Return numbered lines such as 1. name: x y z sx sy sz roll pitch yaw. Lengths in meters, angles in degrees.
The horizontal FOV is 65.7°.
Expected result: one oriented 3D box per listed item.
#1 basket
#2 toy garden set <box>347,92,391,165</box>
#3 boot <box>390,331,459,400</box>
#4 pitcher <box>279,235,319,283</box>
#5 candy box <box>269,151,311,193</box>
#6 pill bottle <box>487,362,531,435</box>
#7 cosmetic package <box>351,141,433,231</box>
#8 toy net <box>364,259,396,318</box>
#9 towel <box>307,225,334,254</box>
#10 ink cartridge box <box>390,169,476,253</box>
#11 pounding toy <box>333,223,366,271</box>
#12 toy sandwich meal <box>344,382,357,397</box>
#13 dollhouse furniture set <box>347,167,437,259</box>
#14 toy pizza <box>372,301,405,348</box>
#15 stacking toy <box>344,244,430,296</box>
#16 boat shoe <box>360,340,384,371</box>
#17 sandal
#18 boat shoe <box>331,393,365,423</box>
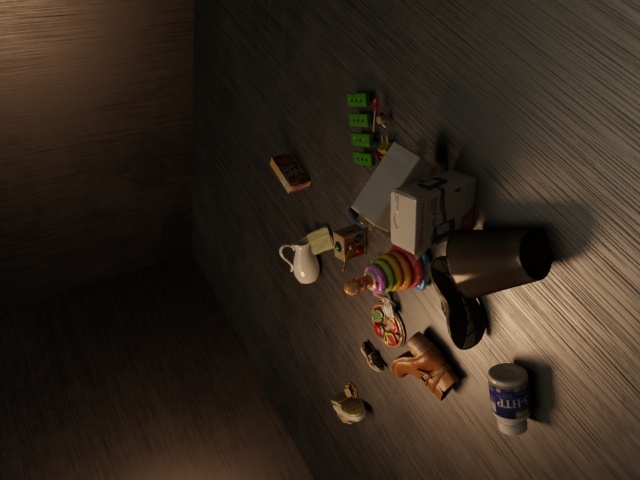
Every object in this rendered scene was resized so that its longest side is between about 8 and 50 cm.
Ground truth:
1. basket: 0.474 0.052 1.315 0.227 0.154 0.204 -13 96 59
2. toy garden set: 0.177 -0.377 1.684 0.204 0.049 0.244 25 127 56
3. boot: 0.383 0.488 1.819 0.220 0.109 0.283 50 139 27
4. pitcher: -0.097 0.099 2.332 0.125 0.177 0.207 -139 38 -67
5. candy box: -0.136 -0.305 2.221 0.187 0.109 0.053 58 150 22
6. pill bottle: 0.557 0.468 1.458 0.112 0.112 0.187 14 119 58
7. cosmetic package: 0.205 -0.154 1.433 0.117 0.085 0.231 45 107 41
8. toy net: 0.245 0.188 1.921 0.232 0.045 0.122 62 149 13
9. towel: 0.000 0.000 2.222 0.148 0.027 0.110 -21 87 47
10. ink cartridge box: 0.319 -0.084 1.403 0.100 0.237 0.172 32 134 49
11. pounding toy: 0.113 0.028 1.948 0.100 0.141 0.130 30 132 51
12. toy sandwich meal: 0.149 0.744 2.453 0.085 0.029 0.086 39 139 45
13. dollhouse furniture set: 0.269 -0.129 1.642 0.286 0.198 0.303 -55 20 12
14. toy pizza: 0.264 0.345 1.993 0.201 0.032 0.201 39 139 45
15. stacking toy: 0.207 0.116 1.662 0.165 0.301 0.175 31 132 51
16. boat shoe: 0.223 0.499 2.139 0.152 0.056 0.049 46 149 39
17. sandal: 0.426 0.190 1.550 0.086 0.120 0.303 71 -179 -88
18. boat shoe: 0.149 0.841 2.442 0.103 0.113 0.302 71 163 -3
